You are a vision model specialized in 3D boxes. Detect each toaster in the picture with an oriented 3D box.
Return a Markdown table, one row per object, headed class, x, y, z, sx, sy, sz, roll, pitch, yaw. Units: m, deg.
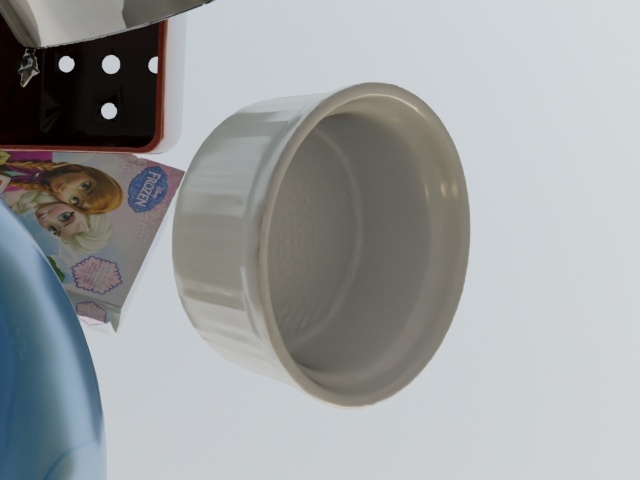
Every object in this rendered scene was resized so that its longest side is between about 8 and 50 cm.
| class | x | y | z | sx | sy | sz | roll | pitch | yaw |
| --- | --- | --- | --- | --- | --- | --- | --- | --- | --- |
| toaster | -0.166 | -0.233 | 0.802 | 0.168 | 0.110 | 0.186 | -15 | -108 | 1 |

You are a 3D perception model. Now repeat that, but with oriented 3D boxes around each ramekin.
| class | x | y | z | sx | sy | sz | roll | pitch | yaw |
| --- | --- | --- | --- | --- | --- | --- | --- | --- | --- |
| ramekin | 0.000 | 0.000 | 0.985 | 0.277 | 0.135 | 0.277 | -8 | -79 | -46 |

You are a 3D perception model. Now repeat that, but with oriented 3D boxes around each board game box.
| class | x | y | z | sx | sy | sz | roll | pitch | yaw |
| --- | --- | --- | --- | --- | --- | --- | --- | --- | --- |
| board game box | -0.394 | -0.035 | 1.635 | 0.317 | 0.066 | 0.319 | 17 | -138 | -2 |

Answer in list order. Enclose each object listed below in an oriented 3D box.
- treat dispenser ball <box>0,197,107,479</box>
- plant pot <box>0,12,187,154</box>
| class | x | y | z | sx | sy | sz | roll | pitch | yaw |
| --- | --- | --- | --- | --- | --- | --- | --- | --- | --- |
| treat dispenser ball | -0.219 | 0.082 | 0.376 | 0.288 | 0.288 | 0.288 | 16 | -117 | -34 |
| plant pot | -0.265 | -0.216 | 1.214 | 0.236 | 0.267 | 0.268 | 16 | -104 | -82 |
